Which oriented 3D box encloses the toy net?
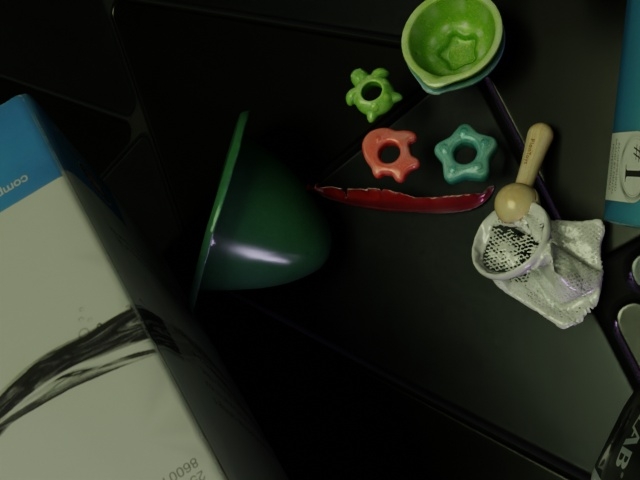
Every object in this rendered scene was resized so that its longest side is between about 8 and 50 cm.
[{"bbox_3d":[0.096,-0.047,0.525,0.122,0.045,0.232,-26,67,11],"label":"toy net"}]

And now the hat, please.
[{"bbox_3d":[0.000,0.000,0.664,0.208,0.183,0.173,-114,39,-78],"label":"hat"}]

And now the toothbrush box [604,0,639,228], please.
[{"bbox_3d":[0.219,-0.096,0.271,0.295,0.126,0.216,-114,28,-85],"label":"toothbrush box"}]

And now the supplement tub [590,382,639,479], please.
[{"bbox_3d":[0.226,0.128,0.215,0.338,0.207,0.207,-178,88,-87],"label":"supplement tub"}]

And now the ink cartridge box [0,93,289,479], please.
[{"bbox_3d":[-0.154,0.134,0.611,0.166,0.285,0.395,-33,61,-5],"label":"ink cartridge box"}]
